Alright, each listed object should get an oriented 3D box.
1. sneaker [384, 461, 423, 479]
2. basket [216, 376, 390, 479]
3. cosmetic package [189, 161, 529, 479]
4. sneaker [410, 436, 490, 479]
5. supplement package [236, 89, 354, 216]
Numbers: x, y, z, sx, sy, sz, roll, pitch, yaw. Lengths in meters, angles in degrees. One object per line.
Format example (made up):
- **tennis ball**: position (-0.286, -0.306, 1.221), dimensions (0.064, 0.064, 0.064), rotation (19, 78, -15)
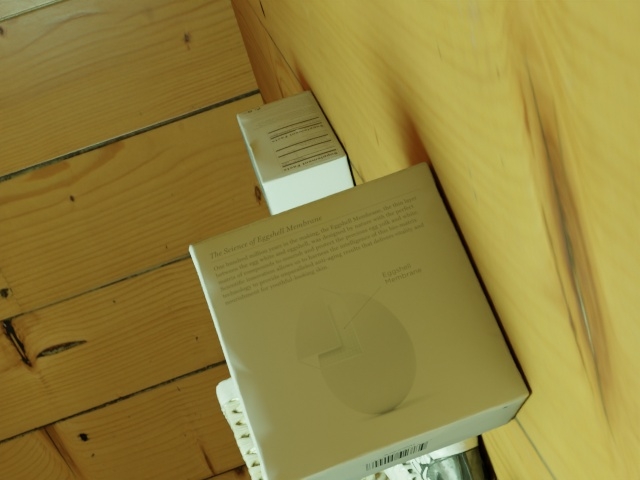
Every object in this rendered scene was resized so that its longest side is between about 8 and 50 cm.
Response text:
- **sneaker**: position (0.159, 0.338, 1.332), dimensions (0.293, 0.108, 0.169), rotation (61, 174, 7)
- **basket**: position (0.024, 0.363, 1.742), dimensions (0.331, 0.328, 0.267), rotation (77, 169, -56)
- **cosmetic package**: position (0.030, 0.085, 0.854), dimensions (0.138, 0.224, 0.225), rotation (81, 170, -70)
- **sneaker**: position (0.159, 0.290, 1.174), dimensions (0.234, 0.078, 0.106), rotation (91, 162, -74)
- **supplement package**: position (-0.035, -0.115, 1.537), dimensions (0.244, 0.133, 0.139), rotation (-113, 6, -54)
